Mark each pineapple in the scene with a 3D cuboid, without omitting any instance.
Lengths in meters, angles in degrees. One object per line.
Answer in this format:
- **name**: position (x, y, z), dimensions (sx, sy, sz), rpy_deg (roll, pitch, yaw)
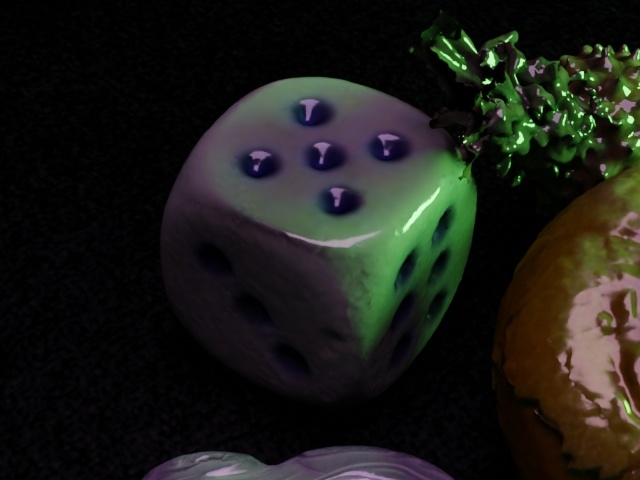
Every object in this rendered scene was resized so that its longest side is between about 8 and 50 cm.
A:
- **pineapple**: position (0.198, -0.083, 1.247), dimensions (0.175, 0.175, 0.361), rpy_deg (36, 15, 28)

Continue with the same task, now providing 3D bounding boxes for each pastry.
- **pastry**: position (0.291, 0.100, 1.145), dimensions (0.356, 0.164, 0.356), rpy_deg (2, 63, -4)

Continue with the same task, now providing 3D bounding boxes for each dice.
- **dice**: position (0.000, 0.000, 1.242), dimensions (0.192, 0.193, 0.194), rpy_deg (25, 48, 19)

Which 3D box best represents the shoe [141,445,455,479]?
- **shoe**: position (-0.010, 0.221, 1.099), dimensions (0.245, 0.095, 0.137), rpy_deg (1, 49, 3)
